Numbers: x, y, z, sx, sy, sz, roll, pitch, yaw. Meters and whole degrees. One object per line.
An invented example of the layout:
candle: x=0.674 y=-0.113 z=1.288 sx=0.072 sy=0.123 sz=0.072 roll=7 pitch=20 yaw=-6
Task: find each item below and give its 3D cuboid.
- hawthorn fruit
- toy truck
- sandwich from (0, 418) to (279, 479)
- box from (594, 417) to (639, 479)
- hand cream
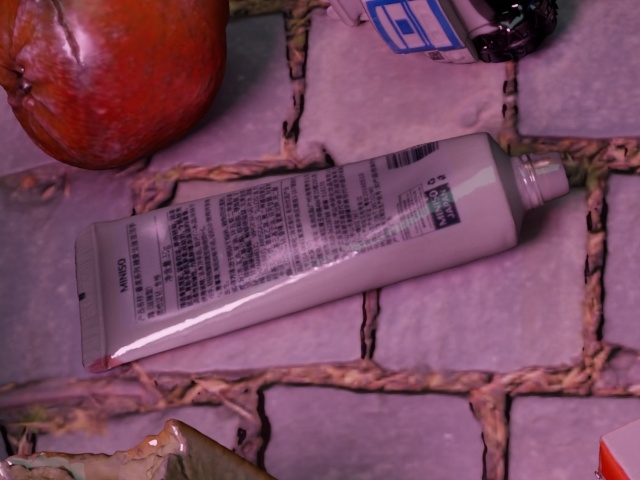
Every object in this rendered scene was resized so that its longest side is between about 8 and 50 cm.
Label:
hawthorn fruit: x=-0.144 y=-0.139 z=1.244 sx=0.173 sy=0.173 sz=0.173 roll=-4 pitch=52 yaw=5
toy truck: x=0.075 y=-0.231 z=1.304 sx=0.177 sy=0.161 sz=0.213 roll=-7 pitch=49 yaw=28
sandwich: x=-0.056 y=0.205 z=0.937 sx=0.227 sy=0.198 sz=0.155 roll=-2 pitch=52 yaw=7
box: x=0.291 y=0.123 z=1.043 sx=0.229 sy=0.050 sz=0.123 roll=-23 pitch=53 yaw=-10
hand cream: x=0.000 y=0.000 z=1.184 sx=0.341 sy=0.077 sz=0.124 roll=-16 pitch=52 yaw=6
